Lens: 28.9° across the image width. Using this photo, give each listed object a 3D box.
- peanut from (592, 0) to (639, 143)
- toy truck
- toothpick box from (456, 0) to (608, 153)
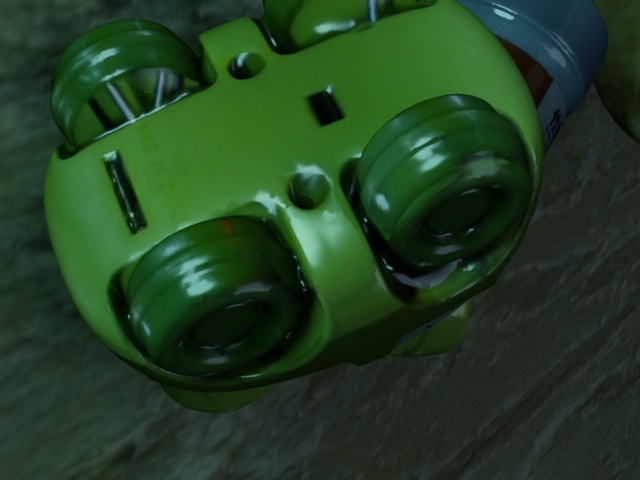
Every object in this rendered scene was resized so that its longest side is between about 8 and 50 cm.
[{"bbox_3d":[0.258,-0.171,0.847,0.253,0.137,0.122,-58,158,-18],"label":"peanut"},{"bbox_3d":[-0.015,-0.002,0.509,0.187,0.148,0.211,-15,147,-18],"label":"toy truck"},{"bbox_3d":[0.077,-0.065,0.660,0.153,0.101,0.101,-59,145,-20],"label":"toothpick box"}]
